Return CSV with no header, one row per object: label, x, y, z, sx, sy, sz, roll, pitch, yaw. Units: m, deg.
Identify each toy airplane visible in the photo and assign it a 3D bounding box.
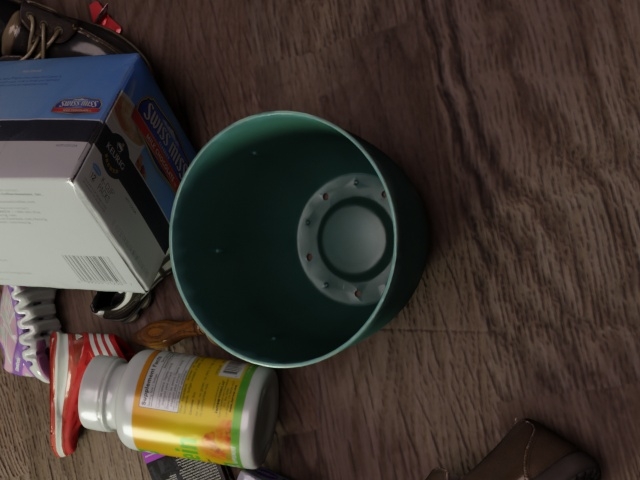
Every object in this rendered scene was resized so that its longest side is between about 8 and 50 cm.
toy airplane,-0.352,-0.291,1.679,0.151,0.028,0.151,0,91,24

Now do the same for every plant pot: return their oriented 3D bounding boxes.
plant pot,0.000,0.000,1.401,0.293,0.235,0.293,0,89,25

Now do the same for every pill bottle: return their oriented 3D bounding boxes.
pill bottle,-0.188,0.218,1.517,0.245,0.136,0.136,7,93,12

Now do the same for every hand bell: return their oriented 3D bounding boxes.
hand bell,-0.168,0.120,1.569,0.242,0.126,0.126,-14,84,37

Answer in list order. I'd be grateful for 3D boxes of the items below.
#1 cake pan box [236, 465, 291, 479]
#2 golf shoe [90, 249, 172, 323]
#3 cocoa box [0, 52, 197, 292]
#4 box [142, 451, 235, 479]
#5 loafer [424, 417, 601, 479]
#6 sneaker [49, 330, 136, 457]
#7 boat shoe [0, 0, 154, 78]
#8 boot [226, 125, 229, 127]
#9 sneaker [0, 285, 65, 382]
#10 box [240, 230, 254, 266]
cake pan box,-0.033,0.455,1.490,0.266,0.070,0.246,21,94,17
golf shoe,-0.253,0.032,1.598,0.077,0.094,0.198,33,102,23
cocoa box,-0.377,-0.091,1.538,0.347,0.231,0.228,1,51,25
box,-0.175,0.343,1.596,0.116,0.029,0.162,-25,78,22
loafer,0.162,0.348,1.374,0.366,0.134,0.130,-35,49,-1
sneaker,-0.322,0.224,1.634,0.087,0.128,0.221,-107,21,-48
boat shoe,-0.401,-0.269,1.613,0.355,0.130,0.132,24,101,21
boot,-0.100,-0.091,1.555,0.121,0.045,0.099,40,101,19
sneaker,-0.444,0.099,1.691,0.104,0.095,0.237,-13,86,32
box,-0.137,0.007,1.551,0.136,0.028,0.081,-18,81,60
